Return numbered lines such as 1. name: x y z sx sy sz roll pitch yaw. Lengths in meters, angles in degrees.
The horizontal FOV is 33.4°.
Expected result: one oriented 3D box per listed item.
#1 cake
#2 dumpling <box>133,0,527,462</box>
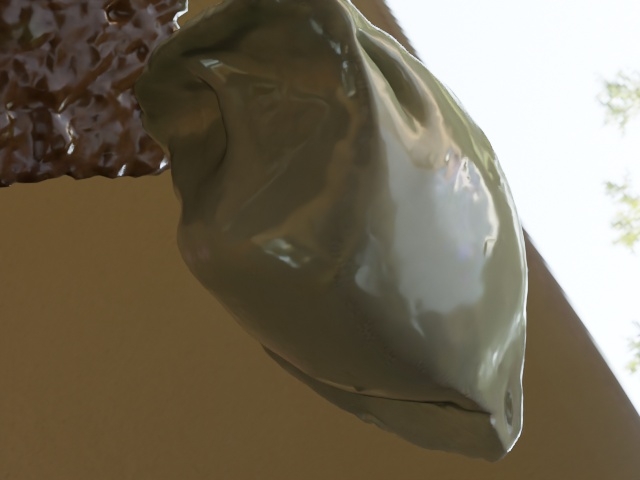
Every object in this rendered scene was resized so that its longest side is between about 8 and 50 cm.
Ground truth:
1. cake: -0.254 -0.187 0.705 0.282 0.256 0.290 -5 -154 -37
2. dumpling: 0.000 0.000 0.492 0.131 0.179 0.252 -53 -56 -37
